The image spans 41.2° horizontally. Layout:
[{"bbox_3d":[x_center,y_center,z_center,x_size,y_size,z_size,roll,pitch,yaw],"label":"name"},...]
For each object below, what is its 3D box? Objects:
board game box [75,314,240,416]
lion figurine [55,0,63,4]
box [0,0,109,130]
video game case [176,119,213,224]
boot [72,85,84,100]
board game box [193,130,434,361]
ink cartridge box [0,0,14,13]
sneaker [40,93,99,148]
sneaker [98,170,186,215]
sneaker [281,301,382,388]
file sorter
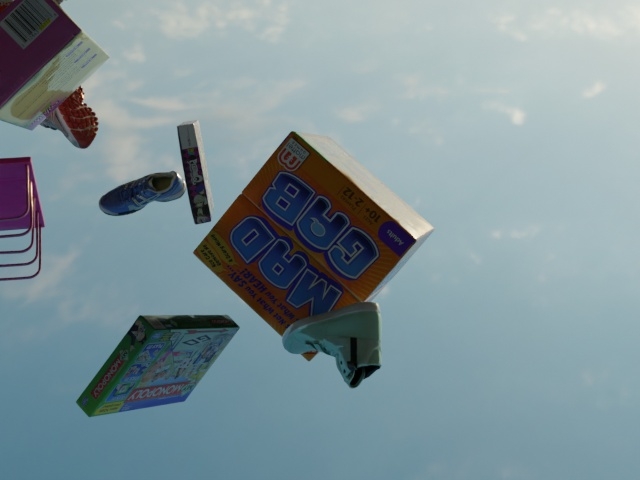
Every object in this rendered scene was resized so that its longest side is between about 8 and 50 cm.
[{"bbox_3d":[-0.307,0.239,1.671,0.046,0.213,0.317,41,-168,21],"label":"board game box"},{"bbox_3d":[-0.554,-0.675,2.047,0.392,0.240,0.142,-6,-121,0],"label":"lion figurine"},{"bbox_3d":[-0.517,-0.321,1.532,0.213,0.117,0.243,-44,-177,0],"label":"box"},{"bbox_3d":[-0.272,-0.155,1.869,0.042,0.210,0.232,-10,-170,-4],"label":"video game case"},{"bbox_3d":[-0.619,-0.394,2.132,0.084,0.158,0.059,36,-137,5],"label":"boot"},{"bbox_3d":[0.000,0.000,1.977,0.356,0.356,0.356,42,-167,7],"label":"board game box"},{"bbox_3d":[-0.680,-0.465,1.675,0.134,0.078,0.231,-11,-122,-27],"label":"ink cartridge box"},{"bbox_3d":[-0.548,-0.265,1.813,0.088,0.092,0.225,0,-139,-48],"label":"sneaker"},{"bbox_3d":[-0.429,-0.121,2.033,0.211,0.081,0.080,-21,-107,-11],"label":"sneaker"},{"bbox_3d":[0.018,0.226,1.698,0.094,0.256,0.151,17,-121,-41],"label":"sneaker"},{"bbox_3d":[-0.802,-0.043,2.110,0.202,0.290,0.182,-4,-121,-13],"label":"file sorter"}]
